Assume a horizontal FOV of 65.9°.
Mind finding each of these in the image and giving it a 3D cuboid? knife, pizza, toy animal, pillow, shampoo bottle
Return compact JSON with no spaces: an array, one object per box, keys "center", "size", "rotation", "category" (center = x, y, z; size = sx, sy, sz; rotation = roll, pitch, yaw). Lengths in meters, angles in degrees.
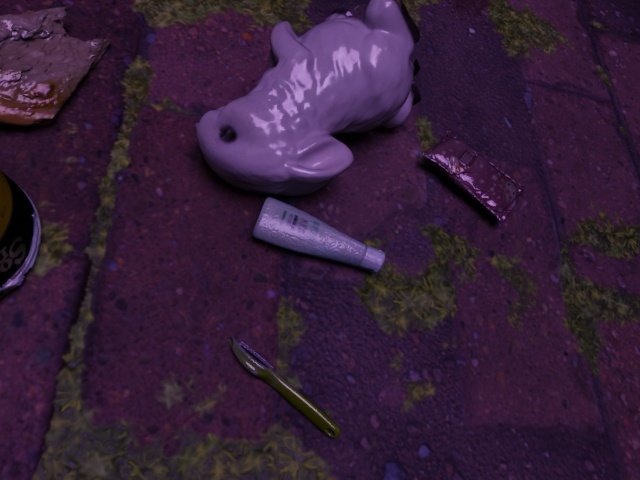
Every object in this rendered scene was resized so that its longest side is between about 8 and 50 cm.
[{"center":[-0.048,0.184,0.617],"size":[0.184,0.022,0.026],"rotation":[39,33,5],"category":"knife"},{"center":[-0.407,-0.255,0.695],"size":[0.181,0.034,0.262],"rotation":[51,51,-7],"category":"pizza"},{"center":[-0.006,-0.198,0.753],"size":[0.258,0.194,0.357],"rotation":[46,73,-20],"category":"toy animal"},{"center":[0.268,-0.115,0.866],"size":[0.185,0.043,0.118],"rotation":[43,53,2],"category":"pillow"},{"center":[0.000,0.000,0.716],"size":[0.191,0.041,0.069],"rotation":[22,54,-7],"category":"shampoo bottle"}]

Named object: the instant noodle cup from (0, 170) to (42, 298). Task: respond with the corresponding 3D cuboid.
[{"center":[-0.418,-0.047,0.487],"size":[0.216,0.236,0.215],"rotation":[7,64,-14],"category":"instant noodle cup"}]
